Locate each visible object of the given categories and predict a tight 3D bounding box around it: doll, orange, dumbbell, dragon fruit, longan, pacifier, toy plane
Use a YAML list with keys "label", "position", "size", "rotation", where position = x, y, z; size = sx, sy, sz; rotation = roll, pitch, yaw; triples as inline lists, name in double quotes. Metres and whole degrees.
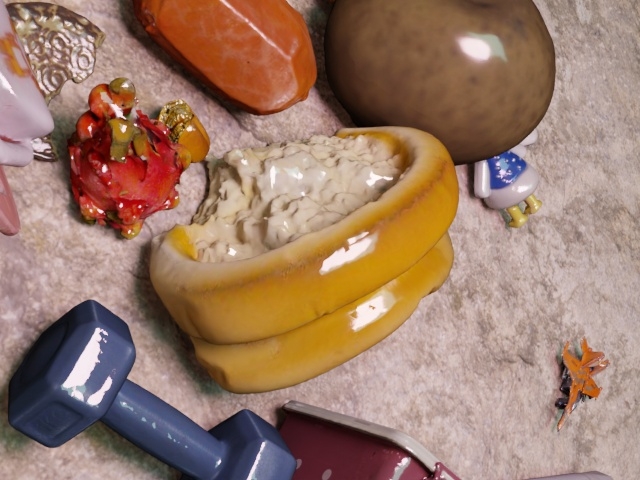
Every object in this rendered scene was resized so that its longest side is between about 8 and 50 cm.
- label: "doll"
  position: [0.289, -0.153, 1.408]
  size: [0.138, 0.119, 0.293]
  rotation: [-44, 115, -19]
- label: "orange"
  position: [-0.177, -0.133, 1.042]
  size: [0.062, 0.086, 0.086]
  rotation: [-34, 106, 3]
- label: "dumbbell"
  position: [-0.182, 0.210, 0.920]
  size: [0.325, 0.160, 0.144]
  rotation: [42, 86, -26]
- label: "dragon fruit"
  position: [-0.229, -0.102, 0.953]
  size: [0.150, 0.207, 0.133]
  rotation: [13, 47, 5]
- label: "longan"
  position: [0.173, -0.263, 1.203]
  size: [0.350, 0.288, 0.288]
  rotation: [25, 64, -10]
- label: "pacifier"
  position: [-0.385, -0.150, 0.791]
  size: [0.332, 0.273, 0.220]
  rotation: [69, 23, -4]
- label: "toy plane"
  position: [0.461, 0.268, 1.498]
  size: [0.135, 0.062, 0.188]
  rotation: [48, 69, -22]

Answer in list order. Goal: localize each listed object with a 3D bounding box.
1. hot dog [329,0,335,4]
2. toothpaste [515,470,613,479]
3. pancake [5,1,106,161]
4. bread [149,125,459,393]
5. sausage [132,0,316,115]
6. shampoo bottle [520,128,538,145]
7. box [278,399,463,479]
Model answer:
- label: "hot dog"
  position: [0.033, -0.405, 1.276]
  size: [0.236, 0.062, 0.092]
  rotation: [35, 62, -32]
- label: "toothpaste"
  position: [0.346, 0.443, 1.355]
  size: [0.371, 0.080, 0.125]
  rotation: [0, 81, -34]
- label: "pancake"
  position: [-0.320, -0.194, 0.972]
  size: [0.190, 0.020, 0.184]
  rotation: [-37, 104, -37]
- label: "bread"
  position: [-0.013, 0.006, 1.062]
  size: [0.424, 0.329, 0.245]
  rotation: [-37, 140, -33]
- label: "sausage"
  position: [-0.117, -0.274, 1.065]
  size: [0.268, 0.153, 0.141]
  rotation: [37, 31, -27]
- label: "shampoo bottle"
  position: [0.337, -0.260, 1.488]
  size: [0.074, 0.074, 0.191]
  rotation: [-14, 90, -40]
- label: "box"
  position: [0.041, 0.326, 0.997]
  size: [0.193, 0.294, 0.167]
  rotation: [42, 69, -24]
